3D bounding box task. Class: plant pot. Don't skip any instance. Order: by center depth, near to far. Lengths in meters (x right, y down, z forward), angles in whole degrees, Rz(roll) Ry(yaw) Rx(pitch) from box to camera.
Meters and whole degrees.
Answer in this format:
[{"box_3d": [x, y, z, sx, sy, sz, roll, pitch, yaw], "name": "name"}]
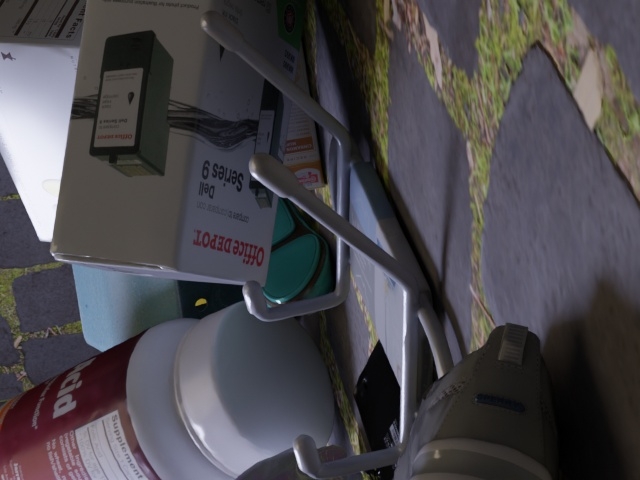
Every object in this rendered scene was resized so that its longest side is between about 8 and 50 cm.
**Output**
[{"box_3d": [-0.158, 0.032, 1.805, 0.252, 0.247, 0.247, 30, 131, 56], "name": "plant pot"}]

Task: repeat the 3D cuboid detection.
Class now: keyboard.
[{"box_3d": [0.072, 0.175, 1.176, 0.192, 0.038, 0.100, -108, 35, -46], "name": "keyboard"}]

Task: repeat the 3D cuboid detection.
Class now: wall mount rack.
[{"box_3d": [0.000, 0.000, 1.080, 0.350, 0.131, 0.304, -113, 16, -52], "name": "wall mount rack"}]

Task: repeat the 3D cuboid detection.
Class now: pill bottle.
[{"box_3d": [-0.190, 0.221, 1.625, 0.224, 0.392, 0.224, 32, -135, -38], "name": "pill bottle"}]

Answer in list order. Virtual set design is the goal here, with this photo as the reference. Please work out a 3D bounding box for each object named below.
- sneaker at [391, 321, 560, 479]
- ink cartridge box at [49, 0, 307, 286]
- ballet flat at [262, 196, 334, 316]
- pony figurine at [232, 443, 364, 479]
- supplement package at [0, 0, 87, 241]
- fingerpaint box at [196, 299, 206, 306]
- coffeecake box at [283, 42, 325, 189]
[{"box_3d": [0.098, 0.130, 0.822, 0.281, 0.105, 0.115, 101, -173, -71], "name": "sneaker"}, {"box_3d": [-0.113, -0.110, 1.220, 0.211, 0.122, 0.289, 15, -98, -71], "name": "ink cartridge box"}, {"box_3d": [-0.025, 0.028, 1.488, 0.087, 0.083, 0.247, 58, -177, -28], "name": "ballet flat"}, {"box_3d": [-0.067, 0.375, 1.349, 0.363, 0.351, 0.302, 21, 108, 48], "name": "pony figurine"}, {"box_3d": [-0.205, -0.151, 1.359, 0.261, 0.145, 0.204, 76, -154, -45], "name": "supplement package"}, {"box_3d": [-0.228, 0.050, 2.179, 0.371, 0.163, 0.444, -116, 4, -62], "name": "fingerpaint box"}, {"box_3d": [-0.052, -0.141, 1.449, 0.142, 0.068, 0.185, -158, 59, -79], "name": "coffeecake box"}]
